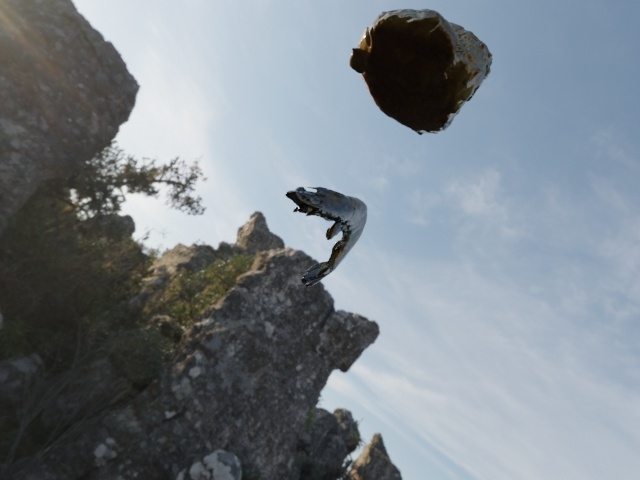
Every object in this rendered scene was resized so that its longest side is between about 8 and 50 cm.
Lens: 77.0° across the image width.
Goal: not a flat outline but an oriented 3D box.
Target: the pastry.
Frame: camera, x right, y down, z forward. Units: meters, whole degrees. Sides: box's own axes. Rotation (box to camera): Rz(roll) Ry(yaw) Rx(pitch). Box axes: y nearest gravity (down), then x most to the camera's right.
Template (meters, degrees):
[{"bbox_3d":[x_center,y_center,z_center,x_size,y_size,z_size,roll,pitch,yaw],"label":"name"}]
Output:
[{"bbox_3d":[0.162,-0.267,0.651,0.219,0.100,0.229,23,-23,39],"label":"pastry"}]

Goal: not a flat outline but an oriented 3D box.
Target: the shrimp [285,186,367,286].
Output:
[{"bbox_3d":[-0.002,-0.002,0.562,0.035,0.147,0.195,38,15,33],"label":"shrimp"}]
